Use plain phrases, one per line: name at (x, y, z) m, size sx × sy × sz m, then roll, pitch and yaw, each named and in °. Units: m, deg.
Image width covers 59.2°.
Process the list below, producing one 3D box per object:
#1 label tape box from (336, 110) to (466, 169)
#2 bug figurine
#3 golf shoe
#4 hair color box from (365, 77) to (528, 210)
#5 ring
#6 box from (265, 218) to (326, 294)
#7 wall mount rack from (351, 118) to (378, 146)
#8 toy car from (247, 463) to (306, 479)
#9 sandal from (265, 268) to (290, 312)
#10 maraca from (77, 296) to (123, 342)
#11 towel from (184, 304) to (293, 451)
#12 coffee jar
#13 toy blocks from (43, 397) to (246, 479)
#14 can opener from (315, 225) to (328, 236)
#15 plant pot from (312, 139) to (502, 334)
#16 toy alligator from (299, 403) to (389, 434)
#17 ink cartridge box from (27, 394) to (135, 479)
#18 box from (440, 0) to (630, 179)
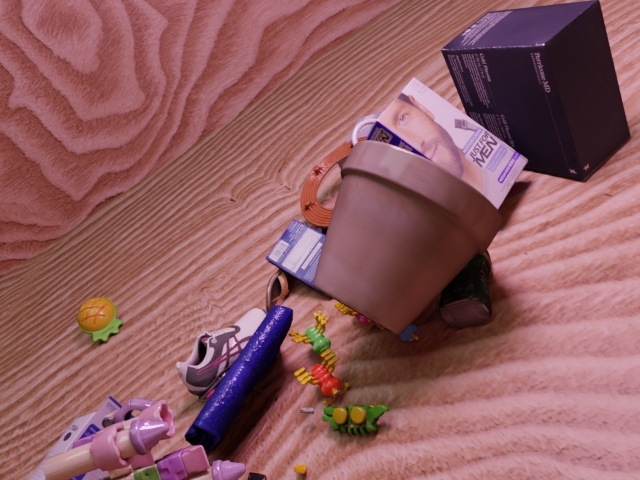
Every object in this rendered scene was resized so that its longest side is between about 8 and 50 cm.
label tape box at (0.250, -0.317, 1.746) m, size 0.348 × 0.115 × 0.249 m, roll -11°, pitch 37°, yaw 36°
bug figurine at (0.066, 0.206, 1.183) m, size 0.279 × 0.072 × 0.216 m, roll -33°, pitch 34°, yaw -8°
golf shoe at (-0.224, 0.250, 1.353) m, size 0.105 × 0.120 × 0.273 m, roll -1°, pitch 41°, yaw 45°
hair color box at (0.293, -0.207, 1.326) m, size 0.185 × 0.339 × 0.110 m, roll -51°, pitch -5°, yaw -29°
ring at (0.076, -0.180, 1.626) m, size 0.337 × 0.032 × 0.336 m, roll -22°, pitch 43°, yaw 23°
box at (-0.019, 0.047, 1.456) m, size 0.225 × 0.036 × 0.136 m, roll 29°, pitch 77°, yaw 31°
wall mount rack at (0.246, -0.188, 1.435) m, size 0.304 × 0.350 × 0.130 m, roll -45°, pitch -6°, yaw -17°
toy car at (-0.079, 0.444, 1.027) m, size 0.122 × 0.060 × 0.040 m, roll -10°, pitch -11°, yaw 6°
sandal at (-0.100, 0.117, 1.495) m, size 0.049 × 0.072 × 0.180 m, roll 8°, pitch 41°, yaw 21°
maraca at (-0.723, 0.258, 1.846) m, size 0.127 × 0.099 × 0.186 m, roll -38°, pitch 54°, yaw -17°
towel at (-0.163, 0.294, 1.193) m, size 0.308 × 0.076 × 0.227 m, roll -56°, pitch 1°, yaw -31°
coffee jar at (0.295, 0.083, 1.140) m, size 0.096 × 0.079 × 0.184 m, roll -22°, pitch 31°, yaw 32°
toy blocks at (-0.252, 0.410, 0.969) m, size 0.260 × 0.288 × 0.309 m, roll -21°, pitch -3°, yaw -2°
can opener at (0.000, 0.000, 1.567) m, size 0.073 × 0.059 × 0.186 m, roll -23°, pitch 31°, yaw 18°
plant pot at (0.135, 0.013, 1.072) m, size 0.323 × 0.323 × 0.280 m, roll 21°, pitch 80°, yaw 55°
toy alligator at (0.043, 0.333, 1.044) m, size 0.190 × 0.056 × 0.051 m, roll -13°, pitch 76°, yaw 31°
ink cartridge box at (-0.516, 0.510, 1.198) m, size 0.065 × 0.165 × 0.332 m, roll -6°, pitch 39°, yaw 41°
box at (0.500, -0.346, 1.318) m, size 0.179 × 0.343 × 0.312 m, roll -39°, pitch 31°, yaw -13°
